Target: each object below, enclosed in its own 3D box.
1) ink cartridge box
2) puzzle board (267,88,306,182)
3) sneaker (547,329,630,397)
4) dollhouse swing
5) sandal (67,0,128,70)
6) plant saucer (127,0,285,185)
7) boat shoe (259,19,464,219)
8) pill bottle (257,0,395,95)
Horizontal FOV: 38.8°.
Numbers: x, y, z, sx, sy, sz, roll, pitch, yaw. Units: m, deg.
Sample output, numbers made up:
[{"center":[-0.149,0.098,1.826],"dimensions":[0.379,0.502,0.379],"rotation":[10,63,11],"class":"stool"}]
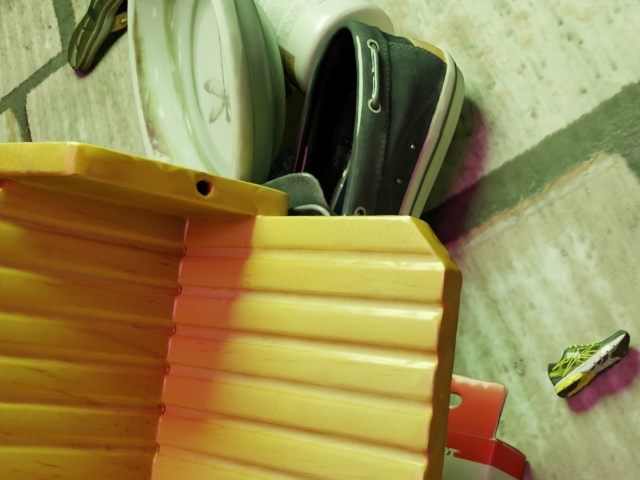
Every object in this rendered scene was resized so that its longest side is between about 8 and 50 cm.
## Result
[{"center":[0.097,0.238,0.811],"dimensions":[0.134,0.078,0.231],"rotation":[5,70,37],"class":"ink cartridge box"},{"center":[-0.036,-0.132,1.128],"dimensions":[0.128,0.011,0.096],"rotation":[-42,52,13],"class":"puzzle board"},{"center":[0.236,0.103,0.809],"dimensions":[0.083,0.031,0.035],"rotation":[-41,51,12],"class":"sneaker"},{"center":[-0.113,0.108,0.713],"dimensions":[0.305,0.315,0.346],"rotation":[-1,79,53],"class":"dollhouse swing"},{"center":[-0.320,-0.353,1.409],"dimensions":[0.219,0.060,0.090],"rotation":[-58,42,17],"class":"sandal"},{"center":[-0.127,-0.181,1.067],"dimensions":[0.400,0.101,0.400],"rotation":[39,135,55],"class":"plant saucer"},{"center":[0.000,0.000,0.915],"dimensions":[0.187,0.156,0.500],"rotation":[-6,61,59],"class":"boat shoe"},{"center":[-0.026,-0.265,1.105],"dimensions":[0.131,0.131,0.229],"rotation":[-50,50,5],"class":"pill bottle"}]
